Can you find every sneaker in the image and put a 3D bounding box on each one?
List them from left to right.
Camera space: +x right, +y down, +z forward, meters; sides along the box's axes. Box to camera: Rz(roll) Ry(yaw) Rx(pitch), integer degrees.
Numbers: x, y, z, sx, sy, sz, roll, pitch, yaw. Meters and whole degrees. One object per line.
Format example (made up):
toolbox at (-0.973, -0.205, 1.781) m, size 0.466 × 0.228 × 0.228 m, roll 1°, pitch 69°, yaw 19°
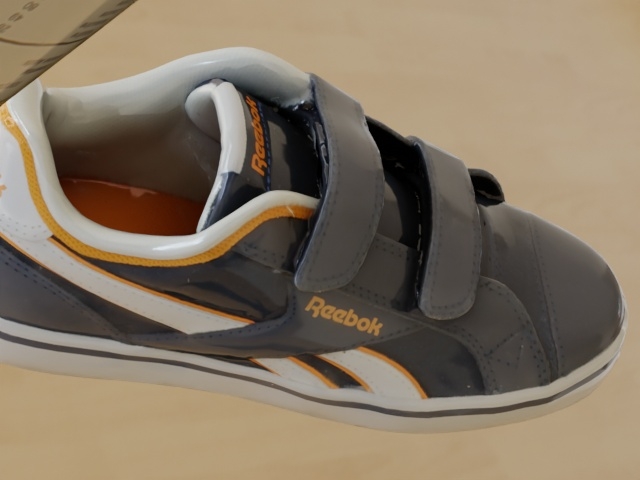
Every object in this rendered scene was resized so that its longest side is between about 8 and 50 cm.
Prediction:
sneaker at (0.000, 0.000, 0.825) m, size 0.321 × 0.127 × 0.126 m, roll 5°, pitch 44°, yaw -17°

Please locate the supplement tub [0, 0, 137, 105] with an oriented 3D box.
supplement tub at (-0.107, -0.146, 0.394) m, size 0.241 × 0.331 × 0.241 m, roll 48°, pitch 20°, yaw -23°
